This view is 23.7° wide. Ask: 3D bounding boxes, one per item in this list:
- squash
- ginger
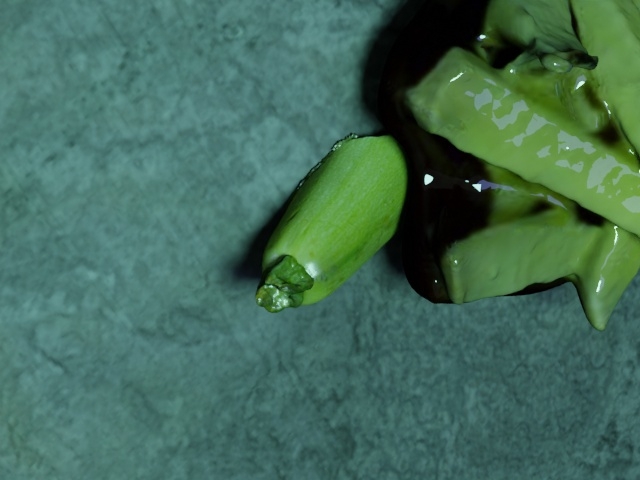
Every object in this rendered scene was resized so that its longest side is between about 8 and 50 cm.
[{"bbox_3d":[-0.002,-0.001,1.158,0.200,0.075,0.090,-43,144,-41],"label":"squash"},{"bbox_3d":[0.252,-0.116,1.186,0.413,0.211,0.358,-32,115,-32],"label":"ginger"}]
